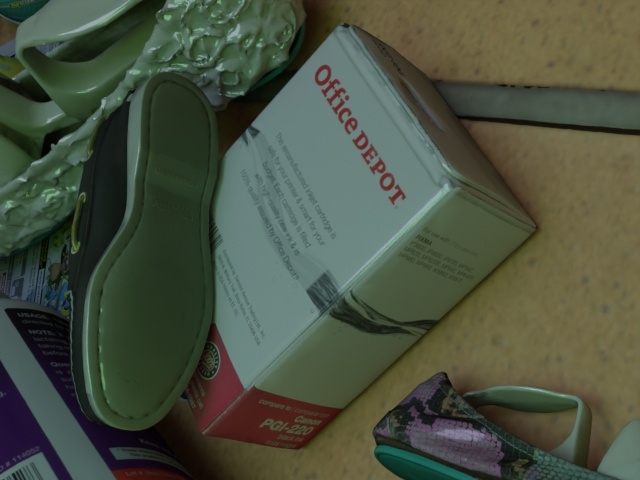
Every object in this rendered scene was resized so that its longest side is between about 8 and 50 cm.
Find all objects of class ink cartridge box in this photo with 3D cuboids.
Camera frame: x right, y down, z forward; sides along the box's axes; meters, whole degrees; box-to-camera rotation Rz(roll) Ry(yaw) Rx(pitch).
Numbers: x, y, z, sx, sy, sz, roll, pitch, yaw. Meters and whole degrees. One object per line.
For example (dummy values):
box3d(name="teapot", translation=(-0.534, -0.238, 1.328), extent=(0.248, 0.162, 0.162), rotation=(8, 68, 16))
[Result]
box3d(name="ink cartridge box", translation=(0.000, 0.000, 0.638), extent=(0.218, 0.092, 0.158), rotation=(-47, 48, 22))

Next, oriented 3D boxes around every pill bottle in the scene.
box3d(name="pill bottle", translation=(-0.202, 0.161, 0.698), extent=(0.323, 0.181, 0.181), rotation=(40, 102, 44))

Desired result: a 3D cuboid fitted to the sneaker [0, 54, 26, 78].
box3d(name="sneaker", translation=(-0.337, -0.123, 0.946), extent=(0.208, 0.094, 0.081), rotation=(-25, 59, 35))

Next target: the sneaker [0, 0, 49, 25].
box3d(name="sneaker", translation=(-0.225, -0.314, 0.957), extent=(0.275, 0.110, 0.107), rotation=(-48, 48, 17))

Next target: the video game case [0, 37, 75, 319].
box3d(name="video game case", translation=(-0.221, -0.065, 0.909), extent=(0.300, 0.036, 0.329), rotation=(-15, 63, 38))

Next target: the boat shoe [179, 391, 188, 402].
box3d(name="boat shoe", translation=(-0.087, 0.092, 0.719), extent=(0.125, 0.038, 0.046), rotation=(30, 95, 45))

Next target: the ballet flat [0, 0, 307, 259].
box3d(name="ballet flat", translation=(-0.196, -0.114, 0.784), extent=(0.409, 0.147, 0.147), rotation=(-30, 56, 27))

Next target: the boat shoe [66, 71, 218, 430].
box3d(name="boat shoe", translation=(-0.112, 0.008, 0.624), extent=(0.069, 0.081, 0.227), rotation=(-21, 53, 41))

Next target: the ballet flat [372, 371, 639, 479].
box3d(name="ballet flat", translation=(0.120, 0.115, 0.503), extent=(0.221, 0.077, 0.079), rotation=(20, 68, 46))
